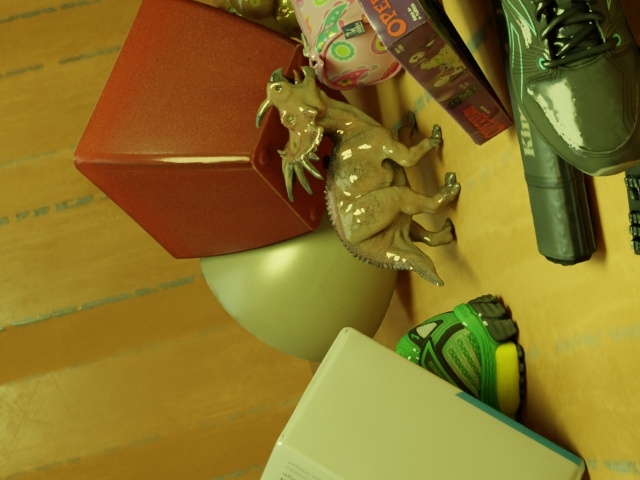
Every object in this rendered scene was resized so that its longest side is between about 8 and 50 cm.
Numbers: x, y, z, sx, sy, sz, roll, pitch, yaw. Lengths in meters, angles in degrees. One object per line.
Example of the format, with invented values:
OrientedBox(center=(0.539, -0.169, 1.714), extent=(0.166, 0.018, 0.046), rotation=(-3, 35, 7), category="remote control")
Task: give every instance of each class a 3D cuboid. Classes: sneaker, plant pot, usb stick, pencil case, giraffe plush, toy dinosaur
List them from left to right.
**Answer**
OrientedBox(center=(-0.110, -0.139, 1.967), extent=(0.267, 0.235, 0.267), rotation=(47, -124, -50), category="plant pot")
OrientedBox(center=(-0.058, -0.326, 2.117), extent=(0.181, 0.170, 0.210), rotation=(-132, 29, -71), category="giraffe plush")
OrientedBox(center=(0.000, 0.000, 2.118), extent=(0.191, 0.284, 0.284), rotation=(-54, 40, 32), category="plant pot")
OrientedBox(center=(0.010, -0.310, 1.895), extent=(0.124, 0.124, 0.284), rotation=(87, 166, -51), category="pencil case")
OrientedBox(center=(0.047, -0.061, 1.796), extent=(0.127, 0.200, 0.296), rotation=(107, 147, -73), category="toy dinosaur")
OrientedBox(center=(0.153, 0.220, 1.760), extent=(0.134, 0.146, 0.344), rotation=(-119, 17, -58), category="sneaker")
OrientedBox(center=(0.192, -0.113, 1.319), extent=(0.077, 0.045, 0.278), rotation=(-138, 35, -75), category="usb stick")
OrientedBox(center=(0.168, -0.174, 1.113), extent=(0.106, 0.101, 0.267), rotation=(30, -139, -70), category="sneaker")

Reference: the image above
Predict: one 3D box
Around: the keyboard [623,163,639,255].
OrientedBox(center=(0.265, -0.003, 1.117), extent=(0.180, 0.023, 0.108), rotation=(-156, 52, -80), category="keyboard")

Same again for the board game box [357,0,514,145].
OrientedBox(center=(0.072, -0.214, 1.354), extent=(0.208, 0.056, 0.347), rotation=(57, -170, 18), category="board game box")

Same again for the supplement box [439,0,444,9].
OrientedBox(center=(0.098, -0.274, 1.650), extent=(0.055, 0.043, 0.083), rotation=(128, 126, -77), category="supplement box")

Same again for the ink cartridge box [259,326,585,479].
OrientedBox(center=(0.073, 0.308, 1.667), extent=(0.166, 0.285, 0.395), rotation=(-57, -6, -33), category="ink cartridge box")
